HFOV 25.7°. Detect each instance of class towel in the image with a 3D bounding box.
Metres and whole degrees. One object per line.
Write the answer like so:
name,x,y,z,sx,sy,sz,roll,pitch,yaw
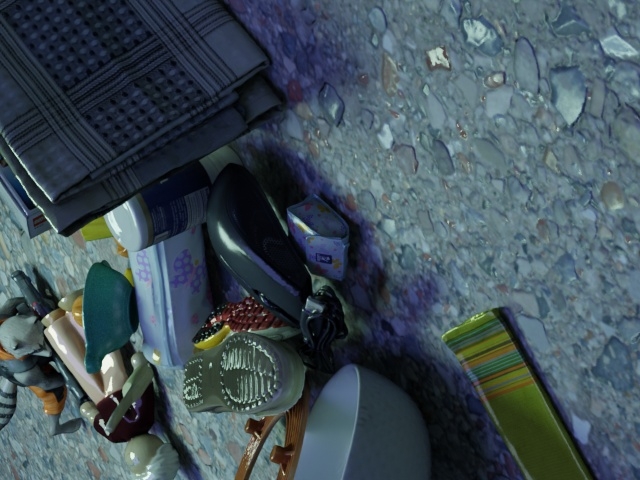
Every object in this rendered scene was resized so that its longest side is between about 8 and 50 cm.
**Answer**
towel,0.211,0.186,1.457,0.237,0.021,0.102,61,151,6
towel,-0.246,-0.198,1.608,0.324,0.312,0.056,52,162,19

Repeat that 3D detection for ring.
ring,-0.091,0.321,1.783,0.032,0.337,0.336,22,149,-10

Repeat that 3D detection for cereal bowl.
cereal bowl,0.037,0.319,1.597,0.141,0.339,0.339,21,147,-9

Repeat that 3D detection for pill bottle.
pill bottle,-0.178,-0.058,1.735,0.094,0.169,0.094,36,139,39

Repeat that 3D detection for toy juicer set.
toy juicer set,-0.296,0.102,1.983,0.209,0.089,0.329,32,-123,-81

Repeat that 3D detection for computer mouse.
computer mouse,-0.068,0.030,1.643,0.272,0.072,0.188,58,163,22

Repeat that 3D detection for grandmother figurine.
grandmother figurine,-0.337,0.255,2.282,0.342,0.104,0.208,59,144,10

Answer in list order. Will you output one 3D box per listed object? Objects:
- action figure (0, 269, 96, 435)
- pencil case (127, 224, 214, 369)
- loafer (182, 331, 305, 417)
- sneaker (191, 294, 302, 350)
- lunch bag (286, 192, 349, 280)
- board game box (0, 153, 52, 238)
action figure,-0.499,0.246,2.468,0.341,0.178,0.330,51,156,24
pencil case,-0.204,0.041,1.902,0.124,0.113,0.273,-106,9,-57
loafer,-0.082,0.166,1.714,0.268,0.092,0.102,-12,76,61
sneaker,-0.073,0.116,1.808,0.093,0.088,0.225,43,150,-16
lunch bag,0.000,0.000,1.617,0.083,0.053,0.071,41,149,29
board game box,-0.261,-0.149,1.661,0.193,0.305,0.053,52,156,22
